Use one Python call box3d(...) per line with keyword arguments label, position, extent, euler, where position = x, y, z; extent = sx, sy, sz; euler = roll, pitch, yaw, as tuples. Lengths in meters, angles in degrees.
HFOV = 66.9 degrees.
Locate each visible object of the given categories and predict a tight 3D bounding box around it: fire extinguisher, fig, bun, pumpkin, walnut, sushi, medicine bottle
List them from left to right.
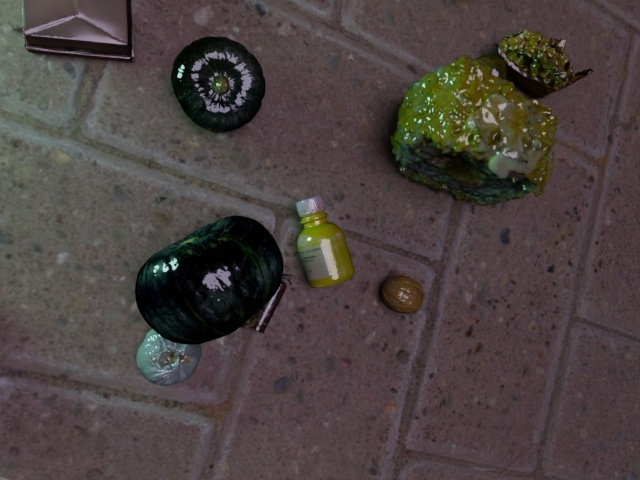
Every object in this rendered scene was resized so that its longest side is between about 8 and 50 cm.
box3d(label="bun", position=(-0.337, 0.258, 1.086), extent=(0.140, 0.083, 0.141), euler=(2, 86, -21))
box3d(label="pumpkin", position=(-0.220, 0.091, 1.023), extent=(0.315, 0.315, 0.239), euler=(-33, 98, -18))
box3d(label="pumpkin", position=(-0.230, -0.353, 1.100), extent=(0.211, 0.152, 0.212), euler=(0, 92, -15))
box3d(label="fire extinguisher", position=(-0.123, 0.147, 1.187), extent=(0.064, 0.043, 0.158), euler=(22, 78, 25))
box3d(label="medicine bottle", position=(0.000, 0.000, 1.193), extent=(0.121, 0.121, 0.213), euler=(-18, 94, -19))
box3d(label="walnut", position=(0.219, 0.146, 1.284), extent=(0.124, 0.105, 0.105), euler=(30, 79, -21))
box3d(label="sushi", position=(0.378, -0.256, 1.212), extent=(0.396, 0.351, 0.240), euler=(21, 82, -20))
box3d(label="fig", position=(0.475, -0.453, 1.398), extent=(0.126, 0.185, 0.133), euler=(-17, 88, 19))
box3d(label="sushi", position=(0.641, -0.515, 1.408), extent=(0.296, 0.179, 0.167), euler=(33, 73, -17))

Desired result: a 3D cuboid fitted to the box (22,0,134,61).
box3d(label="box", position=(-0.515, -0.508, 1.034), extent=(0.214, 0.086, 0.216), euler=(-2, 90, -20))
